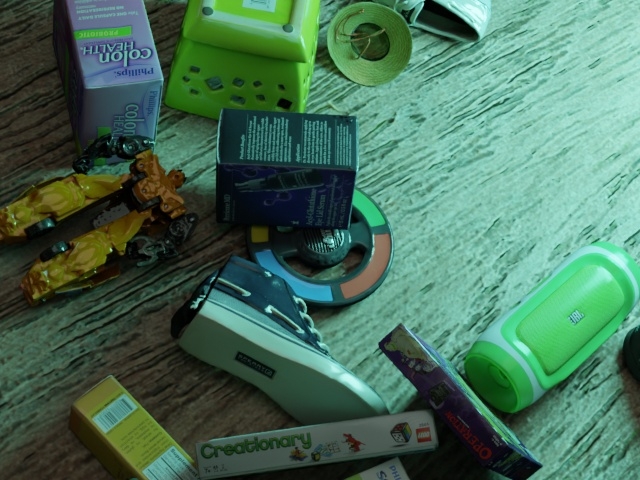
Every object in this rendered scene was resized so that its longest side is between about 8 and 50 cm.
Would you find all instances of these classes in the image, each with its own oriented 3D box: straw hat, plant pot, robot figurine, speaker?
[{"bbox_3d":[0.083,-0.332,2.296,0.144,0.144,0.061,18,17,-1],"label":"straw hat"},{"bbox_3d":[-0.110,-0.332,2.176,0.227,0.207,0.228,11,58,-5],"label":"plant pot"},{"bbox_3d":[-0.326,-0.032,2.021,0.291,0.085,0.211,-27,83,-24],"label":"robot figurine"},{"bbox_3d":[0.350,0.126,2.060,0.296,0.131,0.131,-38,74,-27],"label":"speaker"}]

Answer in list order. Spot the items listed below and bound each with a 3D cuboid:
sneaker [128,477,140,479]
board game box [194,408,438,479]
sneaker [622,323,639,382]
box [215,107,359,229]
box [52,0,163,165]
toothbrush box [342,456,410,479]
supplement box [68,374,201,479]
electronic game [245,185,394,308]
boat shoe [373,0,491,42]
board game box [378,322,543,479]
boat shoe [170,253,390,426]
[{"bbox_3d":[-0.250,0.400,1.786,0.089,0.051,0.170,26,79,20],"label":"sneaker"},{"bbox_3d":[0.001,0.270,1.819,0.305,0.193,0.053,-8,80,3],"label":"board game box"},{"bbox_3d":[0.541,0.232,2.052,0.101,0.106,0.267,-21,68,-23],"label":"sneaker"},{"bbox_3d":[-0.051,-0.104,2.048,0.207,0.153,0.108,2,55,-2],"label":"box"},{"bbox_3d":[-0.326,-0.273,2.094,0.117,0.213,0.243,-10,64,-17],"label":"box"},{"bbox_3d":[-0.017,0.412,1.776,0.283,0.206,0.122,-19,67,-20],"label":"toothbrush box"},{"bbox_3d":[-0.237,0.296,1.871,0.080,0.078,0.233,-36,74,-30],"label":"supplement box"},{"bbox_3d":[0.000,0.000,2.103,0.229,0.048,0.229,5,59,-9],"label":"electronic game"},{"bbox_3d":[0.158,-0.405,2.342,0.267,0.096,0.088,22,54,-9],"label":"boat shoe"},{"bbox_3d":[0.194,0.225,1.852,0.056,0.347,0.208,-38,69,4],"label":"board game box"},{"bbox_3d":[-0.034,0.147,1.976,0.340,0.127,0.158,32,43,-4],"label":"boat shoe"}]
